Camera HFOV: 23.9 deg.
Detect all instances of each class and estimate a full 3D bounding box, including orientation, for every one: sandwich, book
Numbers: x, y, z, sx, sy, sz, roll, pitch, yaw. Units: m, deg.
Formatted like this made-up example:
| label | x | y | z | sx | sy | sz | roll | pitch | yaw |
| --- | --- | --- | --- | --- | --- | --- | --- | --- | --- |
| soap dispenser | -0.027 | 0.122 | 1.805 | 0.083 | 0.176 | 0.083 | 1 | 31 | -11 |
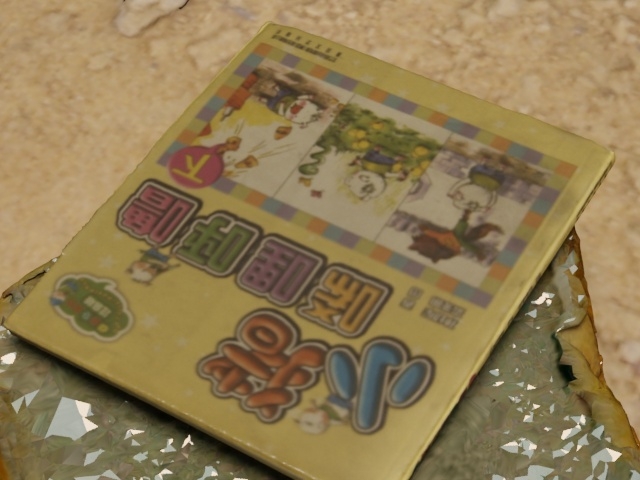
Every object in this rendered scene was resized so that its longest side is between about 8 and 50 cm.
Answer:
| label | x | y | z | sx | sy | sz | roll | pitch | yaw |
| --- | --- | --- | --- | --- | --- | --- | --- | --- | --- |
| sandwich | 0.009 | 0.110 | 0.574 | 0.271 | 0.099 | 0.301 | -11 | 54 | -10 |
| book | 0.000 | 0.000 | 0.595 | 0.168 | 0.013 | 0.192 | 24 | 57 | 21 |
